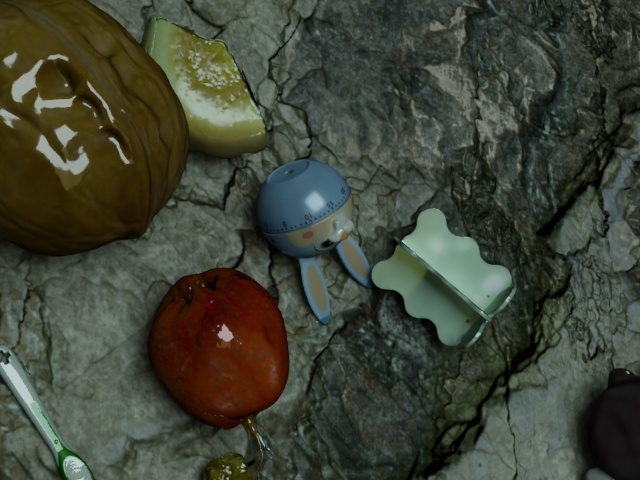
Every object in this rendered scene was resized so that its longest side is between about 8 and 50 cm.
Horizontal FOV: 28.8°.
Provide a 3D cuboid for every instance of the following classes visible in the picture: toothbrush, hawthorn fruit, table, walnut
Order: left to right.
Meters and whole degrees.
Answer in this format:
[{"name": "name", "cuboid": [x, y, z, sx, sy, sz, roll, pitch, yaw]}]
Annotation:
[{"name": "walnut", "cuboid": [-0.376, -0.167, 1.783, 0.398, 0.308, 0.354, 48, 61, -4]}, {"name": "toothbrush", "cuboid": [-0.357, 0.329, 1.796, 0.042, 0.040, 0.418, -32, 89, -27]}, {"name": "hawthorn fruit", "cuboid": [-0.137, 0.189, 1.855, 0.211, 0.211, 0.299, -27, 96, -29]}, {"name": "table", "cuboid": [0.201, 0.060, 2.069, 0.198, 0.166, 0.166, 41, 62, -6]}]

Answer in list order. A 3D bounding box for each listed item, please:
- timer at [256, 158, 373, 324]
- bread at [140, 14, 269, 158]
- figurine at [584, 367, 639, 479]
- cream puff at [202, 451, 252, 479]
[{"name": "timer", "cuboid": [0.004, -0.011, 1.998, 0.175, 0.175, 0.255, -36, 93, -29]}, {"name": "bread", "cuboid": [-0.208, -0.232, 1.980, 0.156, 0.158, 0.261, -26, 87, -18]}, {"name": "figurine", "cuboid": [0.597, 0.302, 2.195, 0.365, 0.206, 0.218, -40, 117, -53]}, {"name": "cream puff", "cuboid": [-0.146, 0.357, 1.879, 0.058, 0.083, 0.083, 33, 70, 33]}]
